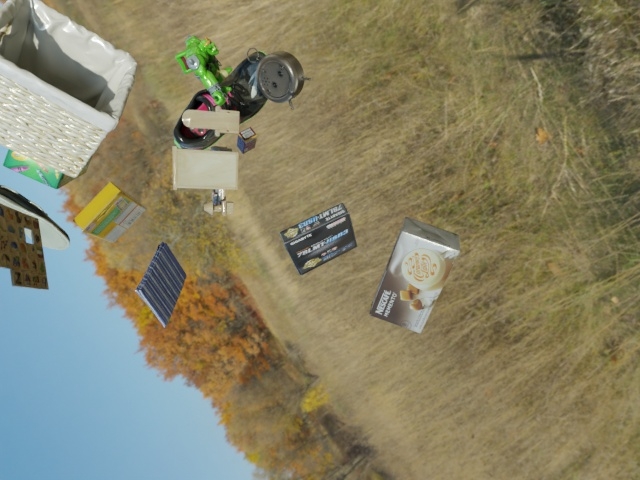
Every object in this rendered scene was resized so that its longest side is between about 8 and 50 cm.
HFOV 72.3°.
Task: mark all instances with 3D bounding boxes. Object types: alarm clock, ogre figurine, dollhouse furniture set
[{"bbox_3d":[-0.128,-0.457,1.200,0.192,0.064,0.129,41,129,2],"label":"alarm clock"},{"bbox_3d":[-0.270,-0.406,1.032,0.118,0.096,0.197,48,-143,-45],"label":"ogre figurine"},{"bbox_3d":[-0.360,-0.242,1.330,0.355,0.173,0.304,-146,58,-67],"label":"dollhouse furniture set"}]

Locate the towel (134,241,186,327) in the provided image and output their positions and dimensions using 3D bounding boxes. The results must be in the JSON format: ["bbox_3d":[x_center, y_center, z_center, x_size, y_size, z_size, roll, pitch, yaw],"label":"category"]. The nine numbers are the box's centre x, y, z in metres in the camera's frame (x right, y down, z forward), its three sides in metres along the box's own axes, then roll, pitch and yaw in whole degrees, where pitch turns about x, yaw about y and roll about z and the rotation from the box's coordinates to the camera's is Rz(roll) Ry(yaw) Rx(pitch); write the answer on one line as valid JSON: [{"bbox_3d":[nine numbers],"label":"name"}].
[{"bbox_3d":[-0.723,0.194,2.014,0.336,0.040,0.243,-85,-21,-51],"label":"towel"}]

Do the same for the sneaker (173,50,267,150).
[{"bbox_3d":[-0.354,-0.503,1.632,0.185,0.483,0.202,45,-176,-9],"label":"sneaker"}]

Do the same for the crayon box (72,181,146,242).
[{"bbox_3d":[-0.840,-0.110,1.750,0.083,0.203,0.323,40,170,0],"label":"crayon box"}]

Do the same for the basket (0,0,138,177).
[{"bbox_3d":[-0.720,-0.407,1.180,0.331,0.266,0.329,26,-141,-33],"label":"basket"}]

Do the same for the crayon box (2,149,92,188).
[{"bbox_3d":[-0.910,-0.274,1.486,0.165,0.081,0.278,26,-166,-17],"label":"crayon box"}]

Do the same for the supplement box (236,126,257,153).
[{"bbox_3d":[-0.261,-0.354,1.551,0.043,0.055,0.083,52,155,8],"label":"supplement box"}]

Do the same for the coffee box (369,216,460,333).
[{"bbox_3d":[0.226,0.086,1.072,0.098,0.141,0.247,-60,-11,-62],"label":"coffee box"}]

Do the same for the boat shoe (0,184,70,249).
[{"bbox_3d":[-1.010,-0.083,1.532,0.302,0.114,0.091,46,-160,-31],"label":"boat shoe"}]

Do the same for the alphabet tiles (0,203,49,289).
[{"bbox_3d":[-0.735,0.017,1.062,0.237,0.009,0.199,119,138,-79],"label":"alphabet tiles"}]

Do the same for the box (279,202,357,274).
[{"bbox_3d":[0.000,0.000,1.872,0.073,0.295,0.293,62,175,30],"label":"box"}]
